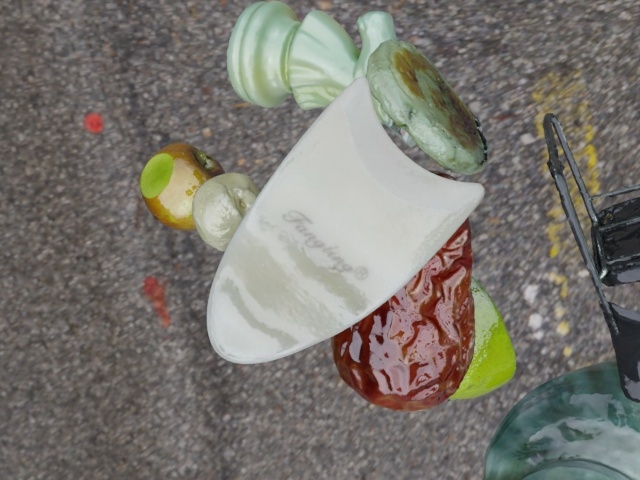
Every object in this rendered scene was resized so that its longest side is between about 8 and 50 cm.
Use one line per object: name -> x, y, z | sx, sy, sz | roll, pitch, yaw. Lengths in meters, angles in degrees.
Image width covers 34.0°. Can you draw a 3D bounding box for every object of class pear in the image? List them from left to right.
pear -> 0.177, 0.129, 1.645 | 0.288, 0.139, 0.239 | 43, 149, 15

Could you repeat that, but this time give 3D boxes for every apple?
apple -> -0.247, -0.102, 1.953 | 0.147, 0.146, 0.163 | -35, 51, 33

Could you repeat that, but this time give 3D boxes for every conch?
conch -> 0.241, 0.221, 0.921 | 0.220, 0.277, 0.195 | -1, 109, 40

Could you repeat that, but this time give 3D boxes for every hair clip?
hair clip -> -0.001, 0.003, 1.025 | 0.172, 0.113, 0.282 | 43, 117, -5

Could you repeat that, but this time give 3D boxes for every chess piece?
chess piece -> 0.016, -0.279, 1.644 | 0.298, 0.176, 0.175 | 13, 110, 25

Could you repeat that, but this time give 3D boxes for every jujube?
jujube -> 0.122, 0.069, 1.470 | 0.216, 0.216, 0.342 | 12, 105, 21

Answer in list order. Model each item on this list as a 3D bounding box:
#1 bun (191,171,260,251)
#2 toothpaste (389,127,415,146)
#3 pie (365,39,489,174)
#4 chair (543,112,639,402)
bun -> -0.090, -0.029, 1.094 | 0.055, 0.086, 0.086 | -6, 105, 64
toothpaste -> 0.080, -0.254, 1.756 | 0.255, 0.037, 0.067 | 45, 138, 25
pie -> 0.153, -0.190, 1.485 | 0.054, 0.240, 0.240 | -38, 88, 26
chair -> 0.277, 0.000, 0.839 | 0.140, 0.145, 0.221 | -15, 113, 18
